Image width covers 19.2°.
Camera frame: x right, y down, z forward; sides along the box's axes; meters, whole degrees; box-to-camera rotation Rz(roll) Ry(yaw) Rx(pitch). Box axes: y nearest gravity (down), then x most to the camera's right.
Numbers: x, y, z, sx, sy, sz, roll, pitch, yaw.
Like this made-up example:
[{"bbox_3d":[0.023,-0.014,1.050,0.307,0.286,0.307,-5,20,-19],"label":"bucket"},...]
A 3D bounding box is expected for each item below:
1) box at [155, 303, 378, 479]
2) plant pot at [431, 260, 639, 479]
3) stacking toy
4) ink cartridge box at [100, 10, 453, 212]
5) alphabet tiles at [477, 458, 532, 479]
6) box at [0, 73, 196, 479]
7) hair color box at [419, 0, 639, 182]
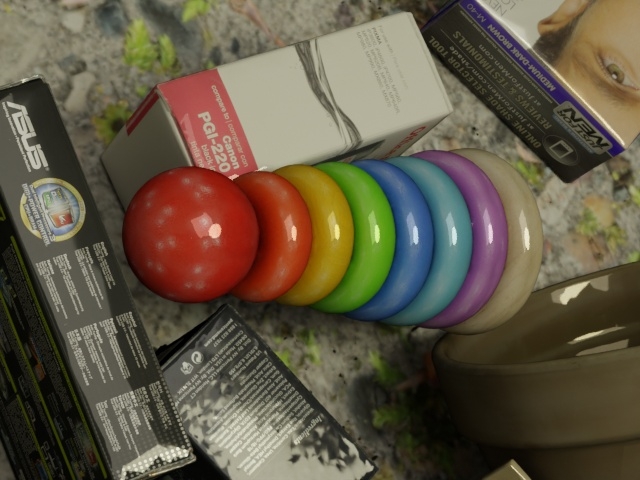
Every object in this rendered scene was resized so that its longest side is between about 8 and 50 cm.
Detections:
[{"bbox_3d":[-0.067,0.145,1.337,0.158,0.156,0.093,47,64,-4],"label":"box"},{"bbox_3d":[0.273,0.173,1.414,0.323,0.323,0.280,-19,99,-26],"label":"plant pot"},{"bbox_3d":[0.000,0.000,1.316,0.330,0.141,0.141,1,73,-43],"label":"stacking toy"},{"bbox_3d":[-0.033,-0.080,1.418,0.218,0.158,0.092,-21,82,-26],"label":"ink cartridge box"},{"bbox_3d":[0.149,0.289,1.370,0.237,0.198,0.009,48,36,-3],"label":"alphabet tiles"},{"bbox_3d":[-0.189,0.052,1.281,0.060,0.216,0.270,-19,82,-27],"label":"box"},{"bbox_3d":[0.260,-0.234,1.617,0.185,0.110,0.339,44,65,-6],"label":"hair color box"}]
